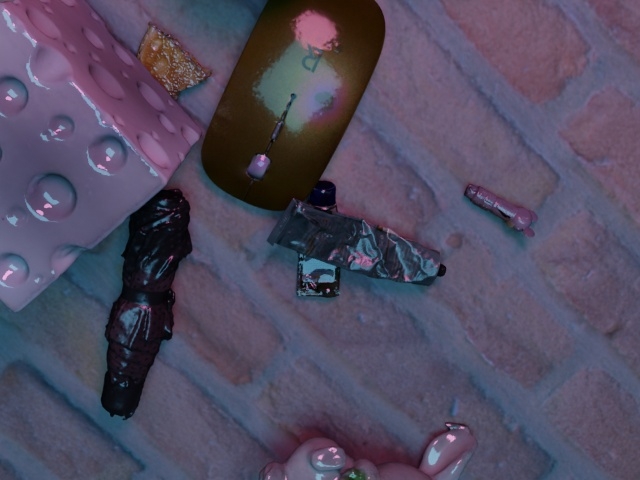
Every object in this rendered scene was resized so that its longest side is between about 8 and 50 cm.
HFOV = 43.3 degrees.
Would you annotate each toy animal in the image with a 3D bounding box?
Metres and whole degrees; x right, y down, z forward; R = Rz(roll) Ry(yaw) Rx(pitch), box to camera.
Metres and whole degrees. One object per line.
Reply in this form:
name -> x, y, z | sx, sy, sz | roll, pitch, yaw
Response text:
toy animal -> 0.079, 0.369, 1.153 | 0.325, 0.154, 0.208 | -8, 86, -22

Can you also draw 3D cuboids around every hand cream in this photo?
hand cream -> 0.000, 0.000, 1.099 | 0.062, 0.039, 0.163 | 1, 112, -6
hand cream -> 0.059, 0.011, 1.068 | 0.248, 0.052, 0.075 | 16, 105, -22

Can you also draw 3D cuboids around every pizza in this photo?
pizza -> -0.201, -0.212, 1.030 | 0.100, 0.029, 0.099 | 38, 109, -10

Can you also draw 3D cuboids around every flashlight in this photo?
flashlight -> 0.245, -0.042, 1.101 | 0.110, 0.052, 0.031 | 28, 138, -5

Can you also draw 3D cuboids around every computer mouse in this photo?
computer mouse -> -0.036, -0.184, 1.023 | 0.158, 0.072, 0.310 | 26, 104, -8

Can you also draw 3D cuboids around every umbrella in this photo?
umbrella -> -0.236, 0.088, 1.080 | 0.094, 0.090, 0.326 | 11, 105, -10

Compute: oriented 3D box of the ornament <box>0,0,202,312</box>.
ornament -> -0.317, -0.113, 0.927 | 0.239, 0.240, 0.239 | -38, 105, 14
